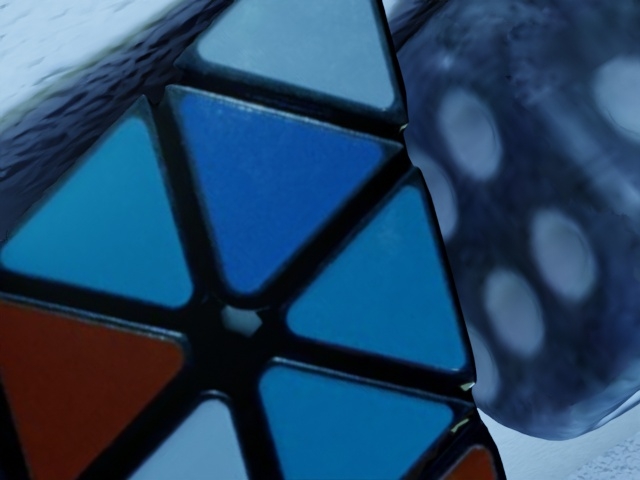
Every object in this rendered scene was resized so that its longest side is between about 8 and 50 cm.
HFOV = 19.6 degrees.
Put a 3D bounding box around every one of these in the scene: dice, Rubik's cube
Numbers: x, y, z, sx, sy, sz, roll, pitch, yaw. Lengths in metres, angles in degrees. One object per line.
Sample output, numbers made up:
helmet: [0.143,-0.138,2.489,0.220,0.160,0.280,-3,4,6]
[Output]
dice: [0.130,-0.031,0.833,0.183,0.181,0.182,-28,163,-33]
Rubik's cube: [0.000,0.000,0.674,0.284,0.250,0.234,-20,133,-61]
